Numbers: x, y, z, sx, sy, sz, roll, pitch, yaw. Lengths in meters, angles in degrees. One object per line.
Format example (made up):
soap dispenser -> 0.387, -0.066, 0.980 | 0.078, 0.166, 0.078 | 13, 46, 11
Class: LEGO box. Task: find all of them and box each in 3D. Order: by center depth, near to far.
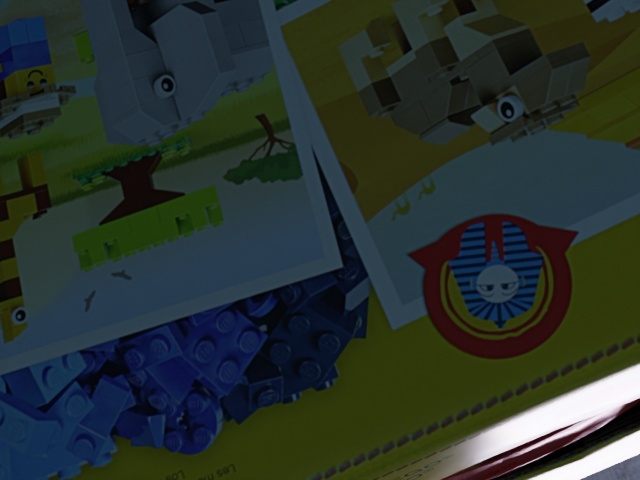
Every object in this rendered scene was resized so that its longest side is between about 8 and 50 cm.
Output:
LEGO box -> 0.004, -0.078, 0.519 | 0.372, 0.500, 0.193 | 68, 7, 21
